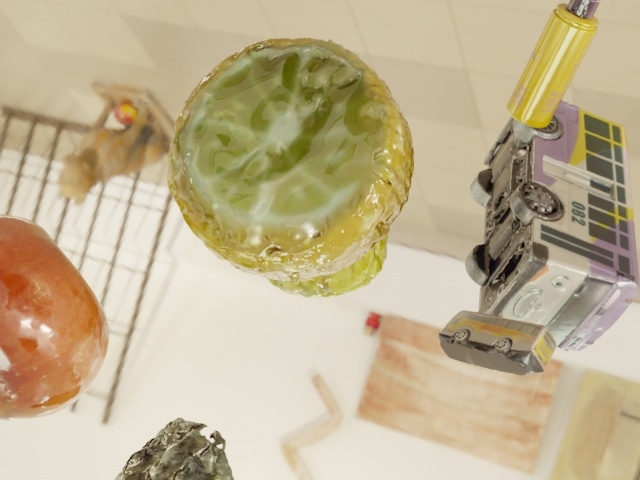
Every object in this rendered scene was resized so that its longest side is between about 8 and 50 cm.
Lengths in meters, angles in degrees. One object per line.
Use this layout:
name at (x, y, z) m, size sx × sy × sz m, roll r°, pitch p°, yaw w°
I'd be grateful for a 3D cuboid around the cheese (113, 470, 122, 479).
cheese at (-0.243, 0.414, 1.471) m, size 0.093 × 0.159 × 0.263 m, roll 9°, pitch 163°, yaw 14°

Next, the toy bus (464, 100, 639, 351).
toy bus at (0.406, -0.029, 1.746) m, size 0.249 × 0.440 × 0.209 m, roll 21°, pitch 135°, yaw -8°

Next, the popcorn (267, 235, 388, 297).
popcorn at (0.000, 0.000, 1.589) m, size 0.221 × 0.204 × 0.184 m, roll 11°, pitch 119°, yaw 38°

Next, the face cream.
face cream at (0.387, -0.313, 1.619) m, size 0.078 × 0.078 × 0.273 m, roll 23°, pitch 124°, yaw 2°

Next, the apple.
apple at (-0.396, 0.094, 1.302) m, size 0.272 × 0.206 × 0.251 m, roll 46°, pitch 153°, yaw 19°

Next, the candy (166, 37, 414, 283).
candy at (-0.032, -0.085, 1.046) m, size 0.260 × 0.260 × 0.118 m, roll 16°, pitch 169°, yaw 21°

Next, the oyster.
oyster at (-0.135, 0.260, 0.900) m, size 0.087 × 0.252 × 0.199 m, roll 33°, pitch 132°, yaw -25°

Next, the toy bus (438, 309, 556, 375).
toy bus at (0.253, 0.146, 1.456) m, size 0.172 × 0.072 × 0.057 m, roll 9°, pitch 142°, yaw 50°
